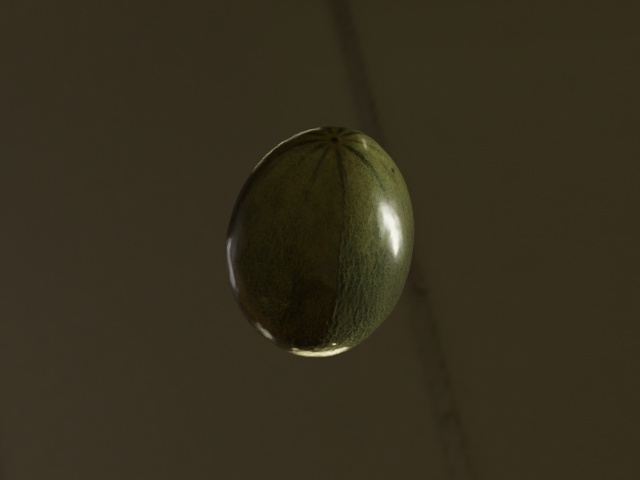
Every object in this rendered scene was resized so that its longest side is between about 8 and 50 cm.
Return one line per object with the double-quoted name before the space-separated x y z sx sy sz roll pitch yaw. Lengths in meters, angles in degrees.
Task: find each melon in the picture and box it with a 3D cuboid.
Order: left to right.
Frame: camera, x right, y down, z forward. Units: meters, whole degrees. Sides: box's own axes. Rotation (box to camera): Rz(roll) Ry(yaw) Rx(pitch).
"melon" 0.000 0.000 0.942 0.098 0.098 0.131 48 -42 41
